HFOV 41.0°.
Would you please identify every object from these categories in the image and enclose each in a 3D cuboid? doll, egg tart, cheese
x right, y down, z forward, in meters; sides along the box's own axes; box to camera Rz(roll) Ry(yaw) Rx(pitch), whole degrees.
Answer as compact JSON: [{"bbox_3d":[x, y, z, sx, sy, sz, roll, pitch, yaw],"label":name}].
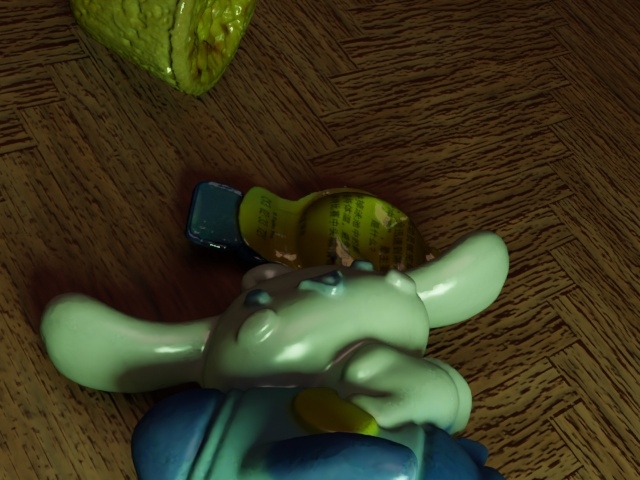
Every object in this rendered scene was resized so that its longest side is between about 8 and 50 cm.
[{"bbox_3d":[0.013,0.123,0.590,0.376,0.187,0.365,-23,41,-3],"label":"doll"},{"bbox_3d":[-0.156,-0.261,0.859,0.147,0.202,0.202,22,48,7],"label":"egg tart"},{"bbox_3d":[0.000,0.000,0.795,0.250,0.064,0.156,16,49,-12],"label":"cheese"}]
